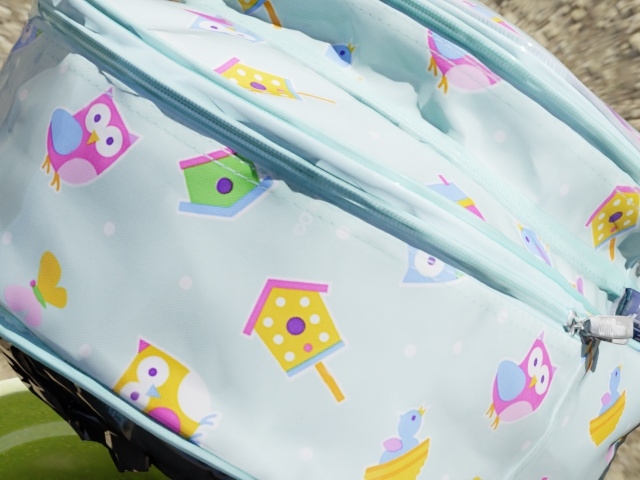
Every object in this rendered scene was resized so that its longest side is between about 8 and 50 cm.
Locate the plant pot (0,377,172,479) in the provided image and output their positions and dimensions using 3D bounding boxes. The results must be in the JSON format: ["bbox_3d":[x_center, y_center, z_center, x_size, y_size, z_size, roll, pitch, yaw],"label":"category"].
[{"bbox_3d":[-0.147,0.251,1.109,0.276,0.254,0.276,-5,71,15],"label":"plant pot"}]

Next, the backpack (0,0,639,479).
[{"bbox_3d":[0.000,0.000,0.429,0.166,0.188,0.144,34,102,29],"label":"backpack"}]
